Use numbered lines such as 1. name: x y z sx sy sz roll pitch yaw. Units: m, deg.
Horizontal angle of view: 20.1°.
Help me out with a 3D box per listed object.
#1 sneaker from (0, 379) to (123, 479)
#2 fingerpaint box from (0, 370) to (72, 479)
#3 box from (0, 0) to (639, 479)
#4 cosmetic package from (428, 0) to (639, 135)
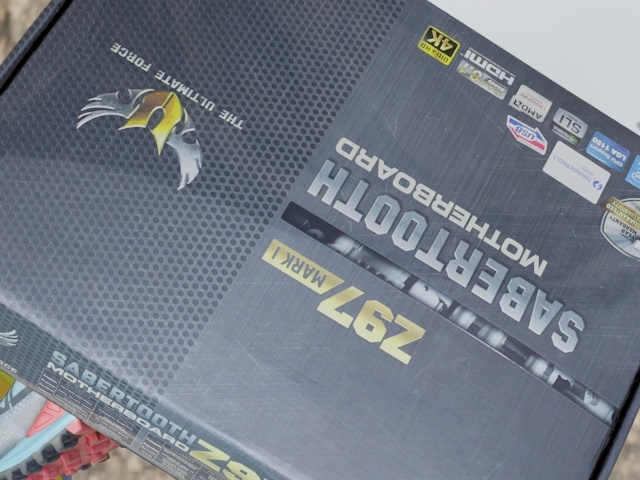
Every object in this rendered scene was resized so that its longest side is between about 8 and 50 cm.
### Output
1. sneaker: -0.100 0.013 0.937 0.125 0.104 0.262 44 100 19
2. fingerpaint box: -0.386 0.064 1.638 0.163 0.371 0.445 -13 150 12
3. box: 0.000 0.000 0.600 0.232 0.183 0.059 32 150 -1
4. cosmetic package: 0.186 -0.197 1.287 0.393 0.327 0.329 -36 93 2
